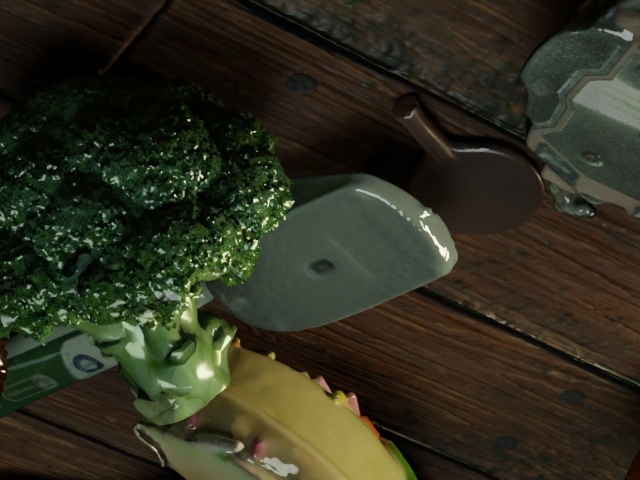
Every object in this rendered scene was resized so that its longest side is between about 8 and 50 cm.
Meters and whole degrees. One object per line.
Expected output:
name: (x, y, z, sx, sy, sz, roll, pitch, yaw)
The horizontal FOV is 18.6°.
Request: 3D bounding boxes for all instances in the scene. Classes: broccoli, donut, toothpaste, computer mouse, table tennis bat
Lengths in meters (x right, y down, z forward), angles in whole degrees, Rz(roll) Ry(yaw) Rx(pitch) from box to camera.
broccoli: (-0.142, 0.008, 1.427, 0.270, 0.270, 0.270, -11, 114, 20)
donut: (-0.042, 0.254, 1.773, 0.307, 0.150, 0.371, 30, 143, 13)
toothpaste: (-0.233, 0.099, 1.720, 0.392, 0.061, 0.099, -23, 134, 37)
computer mouse: (0.000, 0.000, 1.538, 0.231, 0.079, 0.128, -18, 132, 37)
computer mouse: (0.242, -0.100, 1.365, 0.199, 0.115, 0.389, 30, 160, 1)
table tennis bat: (0.104, -0.016, 1.483, 0.107, 0.119, 0.170, -20, 137, 25)

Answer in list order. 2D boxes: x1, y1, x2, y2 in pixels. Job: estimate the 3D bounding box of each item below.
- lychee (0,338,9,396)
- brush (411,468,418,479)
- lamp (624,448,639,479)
lychee: (-0.358, 0.096, 1.643, 0.188, 0.188, 0.188, 3, 142, 3)
brush: (0.083, 0.312, 1.946, 0.084, 0.071, 0.301, 3, 143, 20)
lamp: (0.371, 0.223, 1.692, 0.223, 0.196, 0.223, -5, 179, 0)
